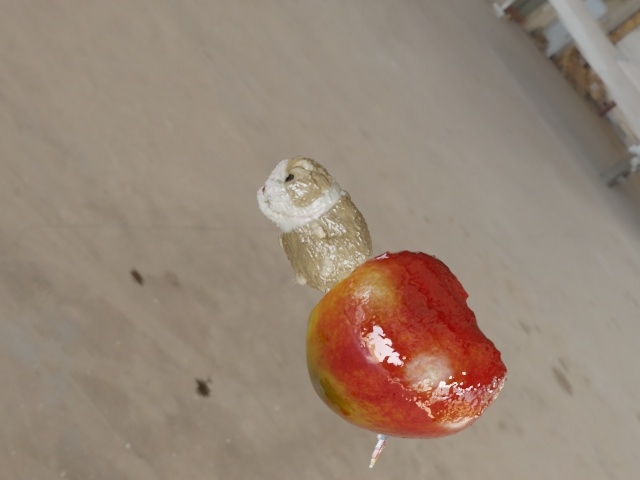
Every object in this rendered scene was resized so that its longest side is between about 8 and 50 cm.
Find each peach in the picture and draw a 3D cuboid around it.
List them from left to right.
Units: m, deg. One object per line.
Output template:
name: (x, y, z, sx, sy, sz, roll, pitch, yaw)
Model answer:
peach: (0.060, 0.090, 0.812, 0.151, 0.151, 0.118, 35, 21, -39)

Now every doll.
doll: (0.006, 0.000, 1.315, 0.115, 0.105, 0.221, -22, 83, -41)

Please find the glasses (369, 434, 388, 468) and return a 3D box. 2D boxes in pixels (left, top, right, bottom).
glasses: (0.083, 0.238, 1.588, 0.095, 0.162, 0.255, 14, 1, 7)
